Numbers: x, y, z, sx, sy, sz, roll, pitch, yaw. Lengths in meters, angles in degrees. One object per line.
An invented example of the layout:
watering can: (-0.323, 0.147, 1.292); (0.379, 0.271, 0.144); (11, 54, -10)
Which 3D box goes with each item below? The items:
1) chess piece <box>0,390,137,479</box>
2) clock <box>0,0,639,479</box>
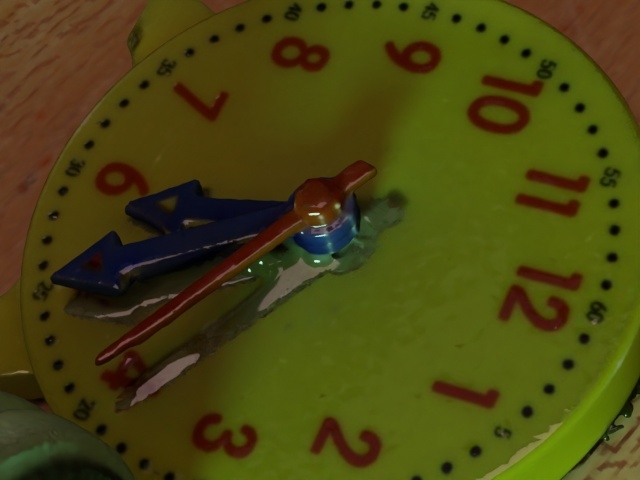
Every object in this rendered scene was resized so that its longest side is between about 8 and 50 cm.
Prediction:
chess piece: (-0.230, 0.129, 0.720); (0.299, 0.194, 0.194); (12, 63, 29)
clock: (0.001, -0.002, 0.797); (0.294, 0.071, 0.277); (10, 63, 18)
